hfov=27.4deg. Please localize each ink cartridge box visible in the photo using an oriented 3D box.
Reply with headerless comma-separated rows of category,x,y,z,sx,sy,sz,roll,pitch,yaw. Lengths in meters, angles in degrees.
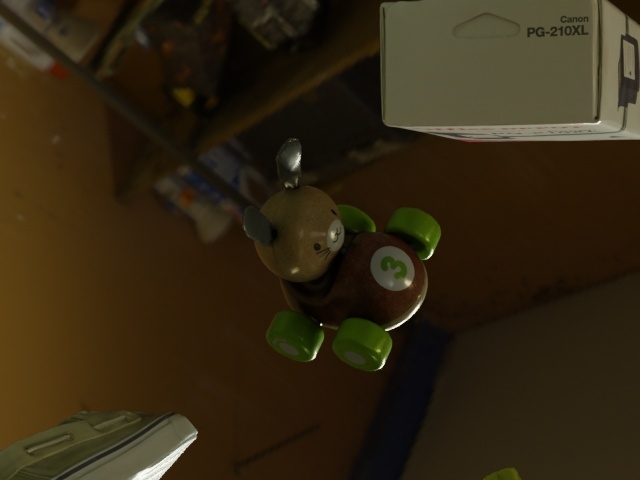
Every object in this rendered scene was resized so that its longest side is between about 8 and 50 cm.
ink cartridge box,0.167,-0.134,1.069,0.172,0.237,0.100,1,-89,23

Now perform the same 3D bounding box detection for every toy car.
toy car,0.000,0.000,1.182,0.149,0.188,0.155,4,-125,37

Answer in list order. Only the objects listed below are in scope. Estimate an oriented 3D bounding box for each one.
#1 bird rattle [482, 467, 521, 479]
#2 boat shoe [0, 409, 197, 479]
bird rattle,0.186,0.346,1.208,0.143,0.253,0.207,-37,170,-41
boat shoe,-0.203,0.198,1.207,0.109,0.094,0.302,-48,171,12
